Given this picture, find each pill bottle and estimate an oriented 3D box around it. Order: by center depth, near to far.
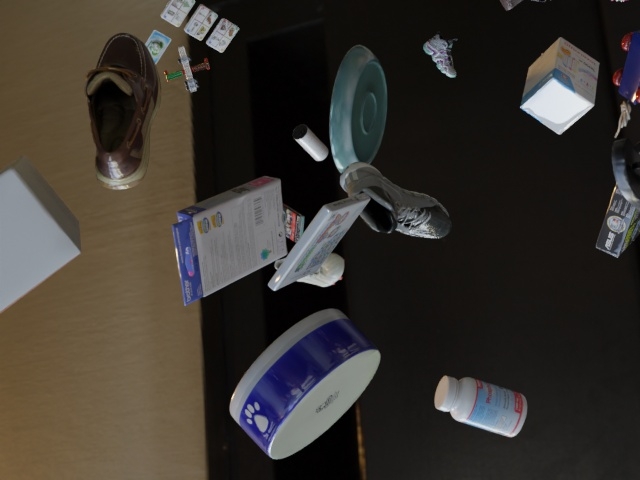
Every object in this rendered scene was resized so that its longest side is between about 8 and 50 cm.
[{"bbox_3d":[0.304,0.312,1.534,0.087,0.160,0.087,-162,90,-82],"label":"pill bottle"}]

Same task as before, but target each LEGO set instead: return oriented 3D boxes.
[{"bbox_3d":[-0.341,-0.470,1.966,0.182,0.244,0.060,24,-158,-36],"label":"LEGO set"}]

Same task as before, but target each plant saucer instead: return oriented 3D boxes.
[{"bbox_3d":[0.102,-0.310,1.947,0.317,0.044,0.317,8,-90,-68],"label":"plant saucer"}]

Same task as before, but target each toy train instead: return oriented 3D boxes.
[{"bbox_3d":[0.741,-0.351,1.796,0.105,0.143,0.248,-118,20,-47],"label":"toy train"}]

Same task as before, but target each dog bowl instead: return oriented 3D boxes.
[{"bbox_3d":[-0.023,0.249,1.393,0.104,0.265,0.265,43,-172,24],"label":"dog bowl"}]

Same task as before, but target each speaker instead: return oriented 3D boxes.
[{"bbox_3d":[-0.030,-0.301,2.479,0.136,0.055,0.055,40,-135,-51],"label":"speaker"}]

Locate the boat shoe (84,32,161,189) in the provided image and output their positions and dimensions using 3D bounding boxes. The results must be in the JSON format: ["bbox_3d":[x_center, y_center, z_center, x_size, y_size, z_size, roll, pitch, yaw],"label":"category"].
[{"bbox_3d":[-0.362,-0.261,1.450,0.123,0.123,0.342,89,180,-59],"label":"boat shoe"}]

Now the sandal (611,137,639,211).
[{"bbox_3d":[0.528,-0.078,1.261,0.254,0.054,0.097,39,-131,-33],"label":"sandal"}]

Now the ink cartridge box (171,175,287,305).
[{"bbox_3d":[-0.199,-0.005,1.708,0.311,0.065,0.185,-29,-56,-45],"label":"ink cartridge box"}]

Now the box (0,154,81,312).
[{"bbox_3d":[-0.540,-0.008,1.349,0.168,0.215,0.345,55,172,-17],"label":"box"}]

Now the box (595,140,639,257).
[{"bbox_3d":[0.732,-0.123,1.828,0.216,0.060,0.270,-36,-37,-34],"label":"box"}]

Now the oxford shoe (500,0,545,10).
[{"bbox_3d":[0.486,-0.564,1.719,0.097,0.271,0.098,-164,54,-71],"label":"oxford shoe"}]

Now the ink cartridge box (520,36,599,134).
[{"bbox_3d":[0.426,-0.280,1.425,0.092,0.090,0.143,30,-129,-11],"label":"ink cartridge box"}]

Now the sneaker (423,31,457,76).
[{"bbox_3d":[0.274,-0.405,1.730,0.098,0.069,0.038,49,-146,2],"label":"sneaker"}]

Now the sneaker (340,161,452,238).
[{"bbox_3d":[0.134,-0.038,1.379,0.229,0.086,0.132,26,-153,-18],"label":"sneaker"}]

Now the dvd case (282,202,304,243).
[{"bbox_3d":[-0.089,-0.051,2.145,0.013,0.119,0.087,-23,-50,-39],"label":"dvd case"}]

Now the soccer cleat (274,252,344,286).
[{"bbox_3d":[-0.023,0.058,1.646,0.076,0.196,0.068,14,-101,-31],"label":"soccer cleat"}]

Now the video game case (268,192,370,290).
[{"bbox_3d":[0.000,0.000,1.199,0.019,0.157,0.143,42,-155,14],"label":"video game case"}]
